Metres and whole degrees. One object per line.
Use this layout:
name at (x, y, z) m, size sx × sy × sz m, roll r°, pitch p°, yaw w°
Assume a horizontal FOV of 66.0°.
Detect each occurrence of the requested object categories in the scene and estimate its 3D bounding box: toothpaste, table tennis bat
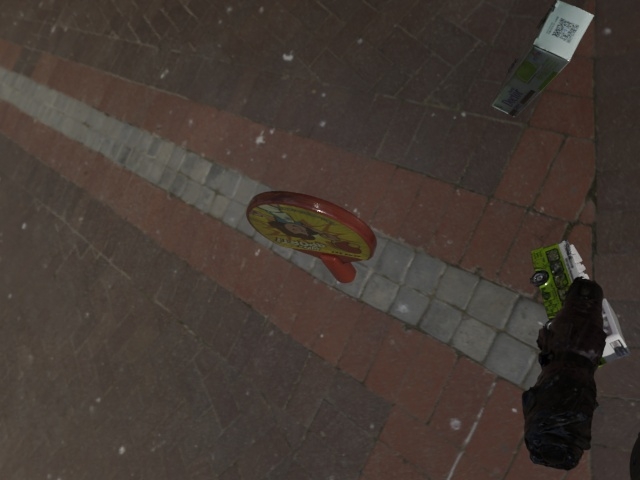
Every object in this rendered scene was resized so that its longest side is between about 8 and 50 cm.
toothpaste at (0.388, -0.315, 0.900) m, size 0.067 × 0.336 × 0.081 m, roll 29°, pitch 94°, yaw 8°
table tennis bat at (0.000, 0.000, 0.789) m, size 0.200 × 0.310 × 0.038 m, roll 8°, pitch 69°, yaw 23°

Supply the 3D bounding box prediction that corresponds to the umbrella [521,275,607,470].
umbrella at (0.348, 0.165, 0.692) m, size 0.094 × 0.090 × 0.326 m, roll 18°, pitch 43°, yaw 21°

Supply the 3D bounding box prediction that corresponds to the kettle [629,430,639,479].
kettle at (0.915, 0.568, 1.154) m, size 0.307 × 0.262 × 0.203 m, roll 21°, pitch 86°, yaw -2°

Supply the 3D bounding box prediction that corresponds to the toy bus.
toy bus at (0.578, 0.140, 1.128) m, size 0.139 × 0.113 × 0.302 m, roll -25°, pitch 39°, yaw 29°
